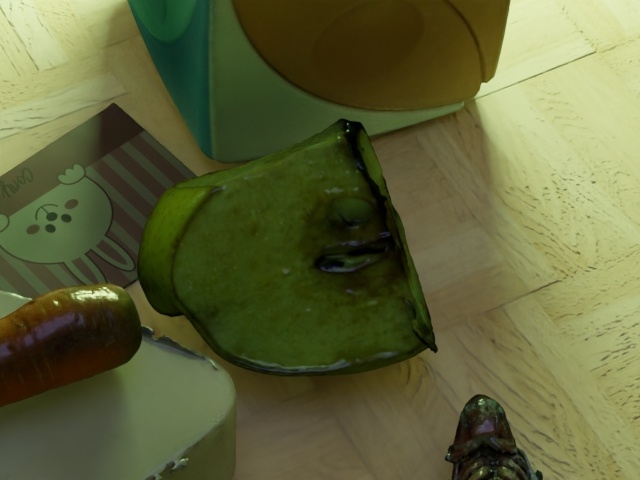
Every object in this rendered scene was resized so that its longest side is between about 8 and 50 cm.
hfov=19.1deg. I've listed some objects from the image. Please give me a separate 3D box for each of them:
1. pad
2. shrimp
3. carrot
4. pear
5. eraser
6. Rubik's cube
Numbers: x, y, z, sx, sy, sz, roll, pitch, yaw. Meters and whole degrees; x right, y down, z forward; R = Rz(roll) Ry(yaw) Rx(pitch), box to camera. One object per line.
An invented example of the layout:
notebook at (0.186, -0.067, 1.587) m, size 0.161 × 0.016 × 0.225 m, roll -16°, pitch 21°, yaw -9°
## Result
pad at (-0.263, -0.012, 1.954) m, size 0.300 × 0.005 × 0.202 m, roll -35°, pitch 62°, yaw -26°
shrimp at (0.162, 0.248, 1.738) m, size 0.090 × 0.079 × 0.233 m, roll -6°, pitch 58°, yaw -2°
carrot at (-0.250, 0.095, 1.641) m, size 0.193 × 0.087 × 0.087 m, roll -19°, pitch 56°, yaw -17°
pear at (-0.037, 0.031, 1.840) m, size 0.255 × 0.238 × 0.164 m, roll -22°, pitch 11°, yaw 4°
eraser at (-0.275, 0.172, 1.726) m, size 0.331 × 0.150 × 0.331 m, roll 2°, pitch 55°, yaw -3°
Rubik's cube at (-0.016, -0.326, 1.995) m, size 0.352 × 0.347 × 0.351 m, roll -18°, pitch 55°, yaw -16°
